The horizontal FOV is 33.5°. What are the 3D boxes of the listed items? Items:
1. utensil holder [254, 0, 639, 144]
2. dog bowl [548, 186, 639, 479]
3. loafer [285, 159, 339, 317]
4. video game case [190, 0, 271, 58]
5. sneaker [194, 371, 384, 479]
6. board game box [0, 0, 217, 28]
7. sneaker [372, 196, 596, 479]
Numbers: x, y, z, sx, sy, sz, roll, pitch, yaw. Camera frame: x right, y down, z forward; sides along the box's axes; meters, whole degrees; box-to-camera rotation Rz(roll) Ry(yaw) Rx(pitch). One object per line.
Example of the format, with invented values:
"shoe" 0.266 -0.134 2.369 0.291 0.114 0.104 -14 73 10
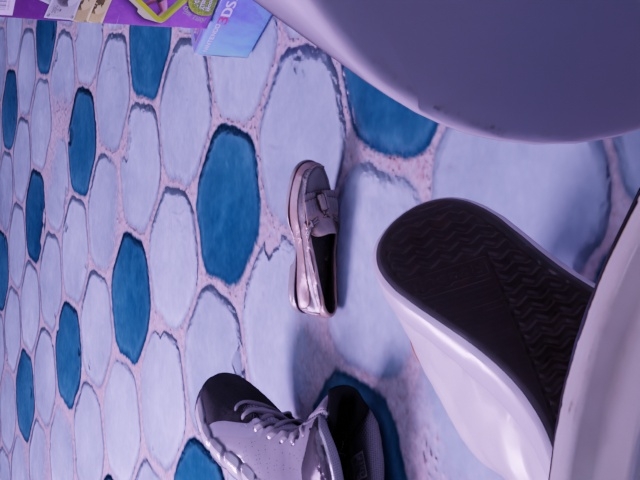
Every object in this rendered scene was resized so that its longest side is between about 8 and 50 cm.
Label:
"utensil holder" 0.033 -0.254 0.467 0.385 0.327 0.328 50 133 49
"dog bowl" 0.235 0.109 0.220 0.408 0.150 0.408 -4 86 62
"loafer" 0.000 0.000 0.836 0.039 0.045 0.125 16 111 45
"video game case" -0.065 -0.341 0.949 0.269 0.061 0.244 -50 46 52
"sneaker" -0.013 0.146 0.820 0.229 0.086 0.132 47 126 41
"board game box" -0.132 -0.300 0.785 0.347 0.208 0.056 -57 40 46
"sneaker" 0.140 0.094 0.518 0.290 0.106 0.123 49 167 43
